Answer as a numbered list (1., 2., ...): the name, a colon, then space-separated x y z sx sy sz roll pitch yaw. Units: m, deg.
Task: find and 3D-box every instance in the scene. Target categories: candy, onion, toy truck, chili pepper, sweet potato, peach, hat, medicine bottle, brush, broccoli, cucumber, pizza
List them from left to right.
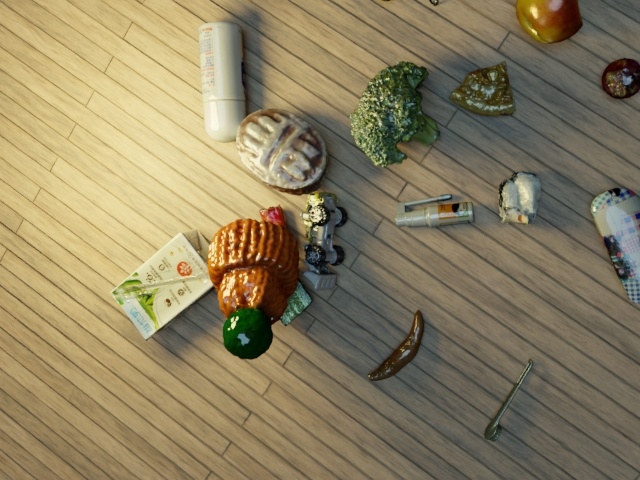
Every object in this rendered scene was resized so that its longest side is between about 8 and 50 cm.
1. medicine bottle: -0.288 -0.461 1.985 0.130 0.130 0.340 -2 94 13
2. hat: -0.160 0.145 1.844 0.285 0.285 0.400 -27 52 14
3. chili pepper: -0.139 -0.041 2.021 0.070 0.073 0.123 -13 90 55
4. candy: -0.105 -0.254 1.950 0.289 0.157 0.214 36 87 14
5. cucumber: -0.088 0.180 2.032 0.116 0.062 0.115 -34 88 3
6. toy truck: 0.000 0.000 1.964 0.111 0.136 0.285 8 94 34
7. broccoli: 0.199 -0.346 1.832 0.235 0.260 0.288 37 100 22
8. sweet potato: 0.241 0.327 1.973 0.078 0.058 0.255 40 98 28
9. medicine bottle: 0.325 -0.083 1.920 0.221 0.061 0.092 -7 69 13
10. pizza: 0.469 -0.422 1.852 0.182 0.062 0.161 29 99 10
11. brush: 0.545 0.458 1.919 0.027 0.062 0.266 28 97 -6
12. peach: 0.611 -0.618 1.742 0.192 0.190 0.190 -45 84 9
13. onion: 0.796 -0.424 1.764 0.107 0.097 0.107 4 96 43

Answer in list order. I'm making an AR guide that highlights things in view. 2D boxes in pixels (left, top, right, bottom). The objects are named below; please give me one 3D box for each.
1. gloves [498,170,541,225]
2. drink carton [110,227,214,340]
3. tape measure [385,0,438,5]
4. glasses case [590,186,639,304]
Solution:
1. gloves: 0.549 -0.118 1.856 0.114 0.070 0.153 8 90 20
2. drink carton: -0.459 0.131 2.076 0.324 0.132 0.194 -38 87 15
3. tape measure: 0.233 -0.690 1.858 0.180 0.104 0.107 37 98 8
4. glasses case: 0.836 0.016 1.797 0.125 0.076 0.327 -23 90 16
